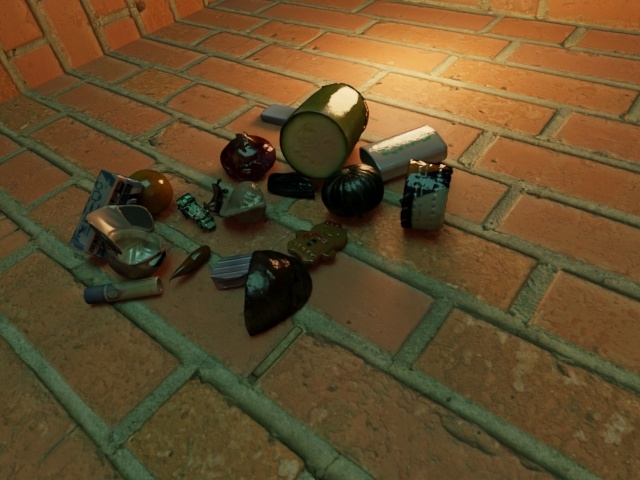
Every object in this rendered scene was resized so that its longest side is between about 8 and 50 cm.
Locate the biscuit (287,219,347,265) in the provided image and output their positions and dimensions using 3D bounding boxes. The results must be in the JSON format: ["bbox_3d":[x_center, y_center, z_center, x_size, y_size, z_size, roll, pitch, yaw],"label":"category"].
[{"bbox_3d":[0.000,0.000,1.490,0.226,0.036,0.166,-29,50,-34],"label":"biscuit"}]

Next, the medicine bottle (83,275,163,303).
[{"bbox_3d":[-0.621,0.158,1.445,0.231,0.059,0.059,-9,45,0],"label":"medicine bottle"}]

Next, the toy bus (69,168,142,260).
[{"bbox_3d":[-0.732,-0.087,1.569,0.106,0.131,0.297,21,86,27],"label":"toy bus"}]

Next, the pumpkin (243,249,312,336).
[{"bbox_3d":[-0.121,0.119,1.344,0.170,0.148,0.312,-3,47,9],"label":"pumpkin"}]

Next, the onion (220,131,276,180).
[{"bbox_3d":[-0.292,-0.352,1.825,0.230,0.163,0.229,1,48,-1],"label":"onion"}]

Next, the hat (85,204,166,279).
[{"bbox_3d":[-0.634,0.005,1.474,0.161,0.275,0.232,-39,12,22],"label":"hat"}]

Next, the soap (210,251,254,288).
[{"bbox_3d":[-0.269,0.098,1.448,0.149,0.056,0.100,-10,43,-1],"label":"soap"}]

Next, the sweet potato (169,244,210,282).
[{"bbox_3d":[-0.425,0.078,1.492,0.057,0.056,0.195,16,42,23],"label":"sweet potato"}]

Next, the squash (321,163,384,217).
[{"bbox_3d":[0.110,-0.169,1.569,0.218,0.172,0.218,-9,47,10],"label":"squash"}]

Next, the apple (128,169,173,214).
[{"bbox_3d":[-0.639,-0.184,1.709,0.183,0.182,0.155,20,42,26],"label":"apple"}]

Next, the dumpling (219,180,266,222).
[{"bbox_3d":[-0.282,-0.125,1.622,0.173,0.142,0.247,-28,25,-14],"label":"dumpling"}]

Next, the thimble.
[{"bbox_3d":[0.339,-0.144,1.484,0.150,0.237,0.237,9,48,12],"label":"thimble"}]

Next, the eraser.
[{"bbox_3d":[0.317,-0.335,1.752,0.290,0.104,0.189,-21,50,-10],"label":"eraser"}]

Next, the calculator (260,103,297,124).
[{"bbox_3d":[-0.183,-0.585,2.124,0.210,0.039,0.121,19,50,26],"label":"calculator"}]

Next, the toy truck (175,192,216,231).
[{"bbox_3d":[-0.448,-0.091,1.667,0.175,0.081,0.067,41,63,17],"label":"toy truck"}]

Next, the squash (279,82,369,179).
[{"bbox_3d":[0.027,-0.432,1.737,0.263,0.262,0.384,7,35,16],"label":"squash"}]

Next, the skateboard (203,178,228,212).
[{"bbox_3d":[-0.401,-0.159,1.727,0.080,0.067,0.151,-14,48,9],"label":"skateboard"}]

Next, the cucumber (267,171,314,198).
[{"bbox_3d":[-0.105,-0.223,1.730,0.193,0.085,0.115,2,48,20],"label":"cucumber"}]
